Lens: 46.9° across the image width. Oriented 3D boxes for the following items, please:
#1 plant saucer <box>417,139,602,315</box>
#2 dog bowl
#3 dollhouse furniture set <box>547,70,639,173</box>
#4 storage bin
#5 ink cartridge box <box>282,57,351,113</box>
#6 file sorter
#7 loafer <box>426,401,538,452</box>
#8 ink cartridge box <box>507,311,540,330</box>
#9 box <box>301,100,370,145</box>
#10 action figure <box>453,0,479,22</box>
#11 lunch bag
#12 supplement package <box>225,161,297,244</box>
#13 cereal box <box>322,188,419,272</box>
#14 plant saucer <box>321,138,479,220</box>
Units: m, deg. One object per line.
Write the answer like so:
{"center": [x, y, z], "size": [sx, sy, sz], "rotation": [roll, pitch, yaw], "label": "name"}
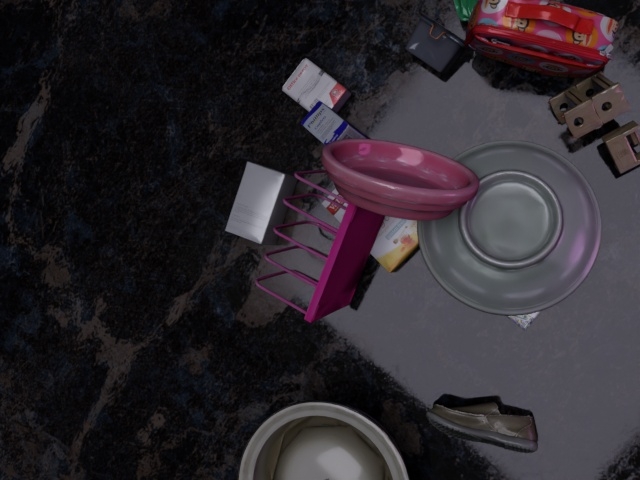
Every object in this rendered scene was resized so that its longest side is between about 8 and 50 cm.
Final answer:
{"center": [0.410, -0.039, 1.608], "size": [0.401, 0.100, 0.400], "rotation": [-2, 79, 10], "label": "plant saucer"}
{"center": [0.021, 0.563, 1.715], "size": [0.408, 0.150, 0.407], "rotation": [-1, 88, 16], "label": "dog bowl"}
{"center": [0.603, -0.244, 1.599], "size": [0.129, 0.129, 0.183], "rotation": [-29, 110, 15], "label": "dollhouse furniture set"}
{"center": [0.266, -0.452, 1.708], "size": [0.135, 0.098, 0.091], "rotation": [38, 109, 14], "label": "storage bin"}
{"center": [-0.010, -0.363, 1.800], "size": [0.135, 0.056, 0.099], "rotation": [41, 99, 13], "label": "ink cartridge box"}
{"center": [0.000, 0.000, 1.676], "size": [0.182, 0.202, 0.290], "rotation": [28, 109, 22], "label": "file sorter"}
{"center": [0.364, 0.407, 1.658], "size": [0.251, 0.094, 0.087], "rotation": [14, 68, 8], "label": "loafer"}
{"center": [0.434, 0.144, 1.666], "size": [0.115, 0.029, 0.063], "rotation": [37, 99, 14], "label": "ink cartridge box"}
{"center": [0.045, -0.246, 1.720], "size": [0.072, 0.126, 0.137], "rotation": [-52, 47, 9], "label": "box"}
{"center": [0.346, -0.587, 1.698], "size": [0.137, 0.063, 0.232], "rotation": [-9, 82, 14], "label": "action figure"}
{"center": [0.459, -0.434, 1.538], "size": [0.293, 0.258, 0.120], "rotation": [14, 94, 3], "label": "lunch bag"}
{"center": [-0.143, -0.089, 1.806], "size": [0.105, 0.105, 0.179], "rotation": [21, 95, 17], "label": "supplement package"}
{"center": [0.143, -0.066, 1.749], "size": [0.240, 0.047, 0.173], "rotation": [45, 103, 13], "label": "cereal box"}
{"center": [0.161, -0.127, 1.550], "size": [0.332, 0.332, 0.084], "rotation": [19, 114, 16], "label": "plant saucer"}
